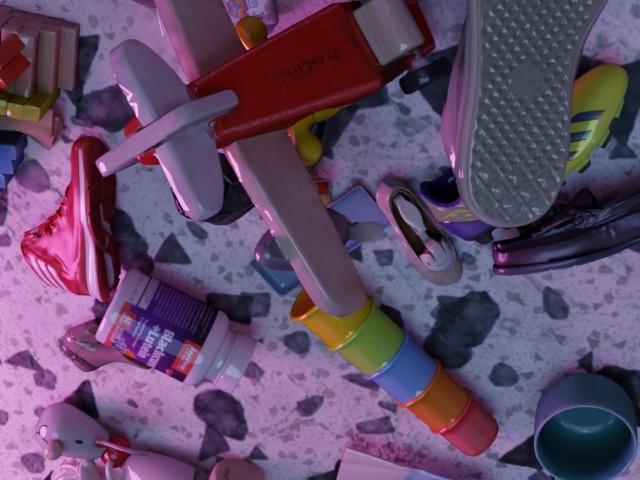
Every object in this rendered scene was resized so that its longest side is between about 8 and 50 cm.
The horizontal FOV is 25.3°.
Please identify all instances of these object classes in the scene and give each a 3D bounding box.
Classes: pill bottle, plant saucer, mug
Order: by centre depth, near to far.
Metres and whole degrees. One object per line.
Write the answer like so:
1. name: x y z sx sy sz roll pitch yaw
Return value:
1. plant saucer: 0.000 0.000 1.808 0.192 0.018 0.067 -35 108 25
2. mug: 0.331 0.242 1.840 0.157 0.097 0.129 -34 109 26
3. pill bottle: -0.186 0.123 1.860 0.193 0.108 0.108 26 121 -5

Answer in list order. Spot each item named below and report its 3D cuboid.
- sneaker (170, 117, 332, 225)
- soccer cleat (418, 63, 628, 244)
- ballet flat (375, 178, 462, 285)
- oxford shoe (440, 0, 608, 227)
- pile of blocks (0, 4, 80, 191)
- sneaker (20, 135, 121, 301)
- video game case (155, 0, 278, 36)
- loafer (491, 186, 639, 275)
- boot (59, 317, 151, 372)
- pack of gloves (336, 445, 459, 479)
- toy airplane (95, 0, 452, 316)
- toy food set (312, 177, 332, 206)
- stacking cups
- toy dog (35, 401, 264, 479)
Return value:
1. sneaker: -0.090 -0.093 1.701 0.227 0.130 0.087 -34 76 26
2. soccer cleat: 0.233 -0.110 1.655 0.121 0.093 0.289 37 121 -16
3. ballet flat: 0.124 -0.004 1.755 0.057 0.052 0.168 -41 108 -5
4. oxford shoe: 0.222 -0.240 1.541 0.169 0.130 0.449 8 101 -9
5. pile of blocks: -0.415 -0.123 1.758 0.149 0.112 0.362 34 120 -9
6. sneaker: -0.331 -0.029 1.815 0.128 0.087 0.221 6 110 16
7. video game case: -0.133 -0.317 1.647 0.143 0.019 0.157 -5 119 13
8. loafer: 0.344 -0.033 1.689 0.302 0.109 0.095 -14 98 11
9. boot: -0.295 0.155 1.943 0.118 0.042 0.087 41 125 -12
10. pack of gloves: 0.133 0.371 1.996 0.232 0.046 0.195 16 133 4
11. toy airplane: -0.079 -0.145 1.537 0.384 0.386 0.272 21 160 -21
12. toy food set: -0.023 -0.051 1.748 0.082 0.020 0.083 -18 164 -16
13. stacking cups: 0.099 0.169 1.847 0.096 0.096 0.316 -36 109 26
14. toy dog: -0.249 0.360 1.979 0.333 0.161 0.220 10 121 4
